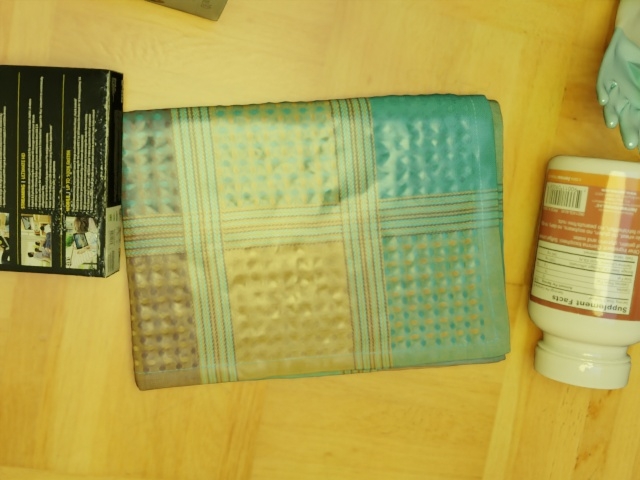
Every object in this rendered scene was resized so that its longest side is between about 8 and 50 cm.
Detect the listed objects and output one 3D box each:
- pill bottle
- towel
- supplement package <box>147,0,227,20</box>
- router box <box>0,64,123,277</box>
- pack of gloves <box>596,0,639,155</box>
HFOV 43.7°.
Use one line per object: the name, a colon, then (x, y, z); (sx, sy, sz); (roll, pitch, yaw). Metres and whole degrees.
pill bottle: (0.271, 0.029, 0.784); (0.121, 0.121, 0.216); (5, 97, -12)
towel: (0.000, 0.000, 0.771); (0.370, 0.040, 0.271); (-4, 97, -9)
supplement package: (-0.179, -0.284, 0.643); (0.244, 0.139, 0.134); (13, 93, -12)
router box: (-0.243, -0.061, 0.695); (0.133, 0.046, 0.179); (4, 97, 2)
pack of gloves: (0.350, -0.133, 0.751); (0.195, 0.046, 0.232); (39, 53, -13)
